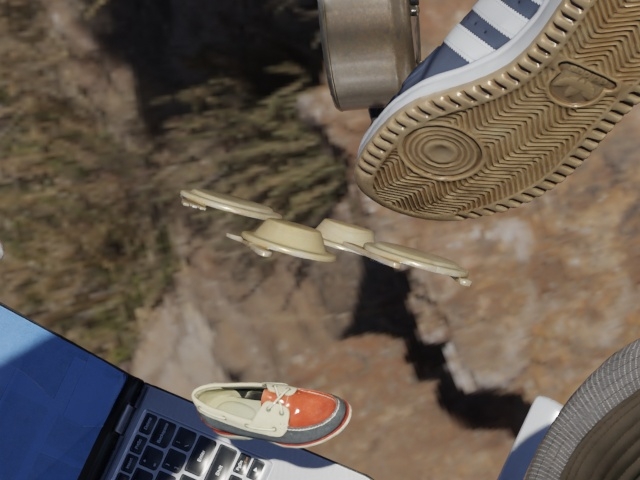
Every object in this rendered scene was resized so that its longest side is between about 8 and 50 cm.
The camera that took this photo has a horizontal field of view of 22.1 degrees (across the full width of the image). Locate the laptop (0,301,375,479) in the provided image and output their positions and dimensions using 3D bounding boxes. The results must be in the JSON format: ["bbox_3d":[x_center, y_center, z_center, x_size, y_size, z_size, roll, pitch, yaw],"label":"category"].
[{"bbox_3d":[-0.219,0.295,1.462,0.407,0.236,0.382,21,78,16],"label":"laptop"}]

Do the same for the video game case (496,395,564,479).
[{"bbox_3d":[0.194,0.325,1.609,0.036,0.300,0.329,24,87,25],"label":"video game case"}]

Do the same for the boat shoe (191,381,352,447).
[{"bbox_3d":[-0.040,0.134,1.302,0.137,0.049,0.043,-2,138,33],"label":"boat shoe"}]

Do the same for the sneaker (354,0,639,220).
[{"bbox_3d":[0.122,-0.130,0.886,0.282,0.099,0.153,-40,33,45],"label":"sneaker"}]

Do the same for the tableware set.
[{"bbox_3d":[0.000,0.000,0.970,0.141,0.168,0.020,26,102,63],"label":"tableware set"}]

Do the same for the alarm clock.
[{"bbox_3d":[0.034,-0.129,1.032,0.064,0.129,0.192,-1,108,6],"label":"alarm clock"}]

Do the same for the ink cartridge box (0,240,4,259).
[{"bbox_3d":[-0.289,-0.001,0.569,0.226,0.306,0.131,-40,68,8],"label":"ink cartridge box"}]

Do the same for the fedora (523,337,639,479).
[{"bbox_3d":[0.224,0.137,0.798,0.243,0.275,0.124,-22,105,16],"label":"fedora"}]
